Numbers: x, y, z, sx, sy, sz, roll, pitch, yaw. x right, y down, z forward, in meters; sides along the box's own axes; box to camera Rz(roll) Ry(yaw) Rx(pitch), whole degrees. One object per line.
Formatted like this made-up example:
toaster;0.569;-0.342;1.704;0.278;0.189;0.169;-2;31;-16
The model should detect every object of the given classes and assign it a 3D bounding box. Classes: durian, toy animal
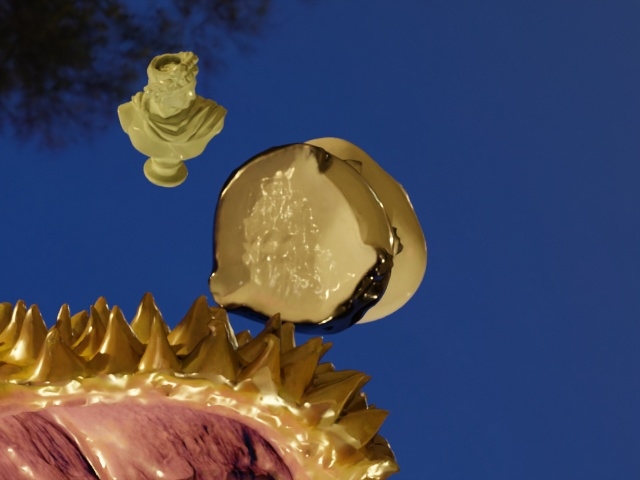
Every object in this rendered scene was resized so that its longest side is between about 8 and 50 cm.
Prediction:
durian;-0.129;0.083;0.710;0.191;0.341;0.112;50;-143;-29
toy animal;0.005;-0.004;1.399;0.187;0.165;0.235;59;-159;8

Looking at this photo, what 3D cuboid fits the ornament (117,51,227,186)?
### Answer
ornament;-0.098;-0.081;0.958;0.041;0.068;0.092;-92;-16;-48
